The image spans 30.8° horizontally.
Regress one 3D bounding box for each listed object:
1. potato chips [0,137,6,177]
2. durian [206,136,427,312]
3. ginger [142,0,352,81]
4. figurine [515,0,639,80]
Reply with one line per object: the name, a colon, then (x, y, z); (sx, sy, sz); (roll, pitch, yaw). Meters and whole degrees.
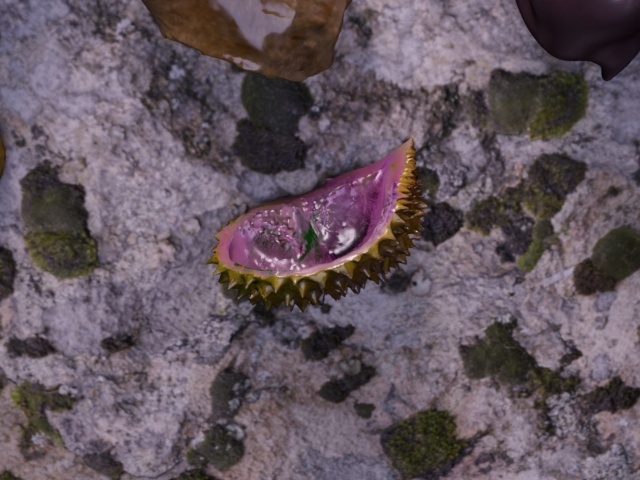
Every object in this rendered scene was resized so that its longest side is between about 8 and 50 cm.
potato chips: (-0.464, -0.220, 1.280); (0.080, 0.057, 0.407); (-32, 112, 6)
durian: (0.004, 0.015, 1.370); (0.260, 0.186, 0.153); (-17, 108, 18)
ginger: (-0.083, -0.291, 1.239); (0.276, 0.130, 0.221); (5, 105, -12)
figurine: (0.372, -0.274, 1.233); (0.365, 0.206, 0.218); (12, 127, -11)
